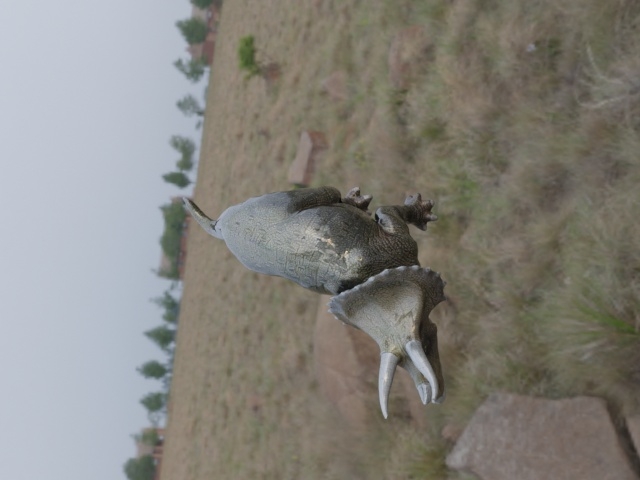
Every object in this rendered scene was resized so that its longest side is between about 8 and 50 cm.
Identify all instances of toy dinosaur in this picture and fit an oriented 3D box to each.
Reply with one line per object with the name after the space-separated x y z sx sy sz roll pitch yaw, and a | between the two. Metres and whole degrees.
0.000 0.000 0.635 0.160 0.313 0.121 -10 -52 -62 | toy dinosaur
